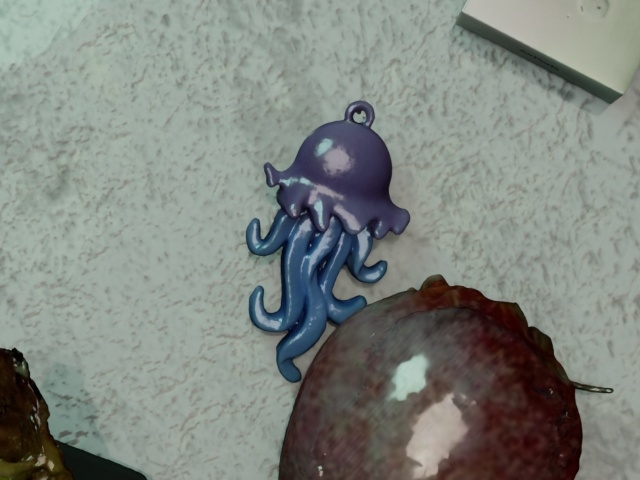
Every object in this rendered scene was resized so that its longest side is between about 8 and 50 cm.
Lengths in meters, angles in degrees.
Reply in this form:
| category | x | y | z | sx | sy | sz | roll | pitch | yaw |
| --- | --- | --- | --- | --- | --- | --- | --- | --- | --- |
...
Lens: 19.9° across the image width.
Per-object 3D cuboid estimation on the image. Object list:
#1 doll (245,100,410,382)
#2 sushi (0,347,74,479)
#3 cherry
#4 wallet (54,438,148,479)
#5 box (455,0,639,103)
| category | x | y | z | sx | sy | sz | roll | pitch | yaw |
| --- | --- | --- | --- | --- | --- | --- | --- | --- | --- |
| doll | 0.000 | 0.000 | 1.287 | 0.110 | 0.067 | 0.206 | 17 | 95 | -14 |
| sushi | -0.214 | 0.232 | 1.110 | 0.167 | 0.179 | 0.296 | 36 | 62 | -11 |
| cherry | 0.065 | 0.148 | 1.221 | 0.192 | 0.175 | 0.249 | 36 | 87 | -10 |
| wallet | -0.248 | 0.183 | 1.233 | 0.250 | 0.044 | 0.149 | 22 | 65 | -13 |
| box | 0.185 | -0.186 | 1.314 | 0.130 | 0.051 | 0.129 | 27 | 84 | 1 |
